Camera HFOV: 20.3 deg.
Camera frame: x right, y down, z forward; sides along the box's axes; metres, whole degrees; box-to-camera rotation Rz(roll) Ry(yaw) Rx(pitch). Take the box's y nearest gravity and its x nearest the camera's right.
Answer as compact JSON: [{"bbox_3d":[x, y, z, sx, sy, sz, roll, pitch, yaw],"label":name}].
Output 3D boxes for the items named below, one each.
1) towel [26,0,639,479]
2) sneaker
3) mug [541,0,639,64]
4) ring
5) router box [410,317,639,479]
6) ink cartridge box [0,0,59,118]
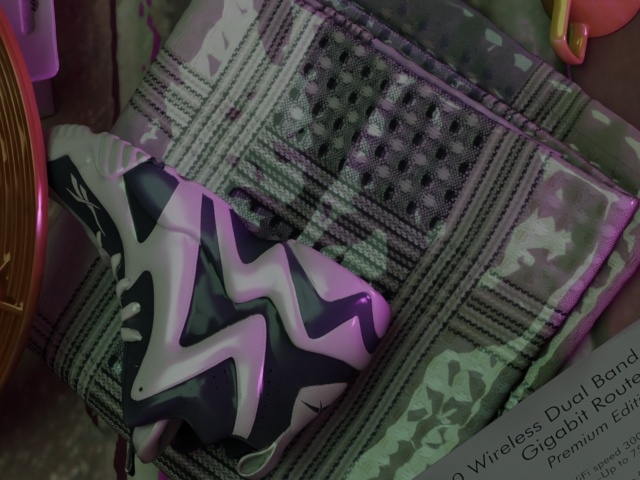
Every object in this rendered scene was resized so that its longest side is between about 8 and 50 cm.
[{"bbox_3d":[0.000,0.000,1.018,0.312,0.056,0.324,37,93,27],"label":"towel"},{"bbox_3d":[-0.093,0.044,0.975,0.235,0.094,0.153,30,83,14],"label":"sneaker"},{"bbox_3d":[0.146,-0.145,0.984,0.062,0.064,0.078,-25,69,16],"label":"mug"},{"bbox_3d":[-0.279,-0.033,1.081,0.336,0.032,0.337,7,101,43],"label":"ring"},{"bbox_3d":[0.089,0.236,0.817,0.335,0.082,0.301,-37,35,7],"label":"router box"},{"bbox_3d":[-0.234,-0.121,1.147,0.180,0.060,0.104,-13,73,21],"label":"ink cartridge box"}]
